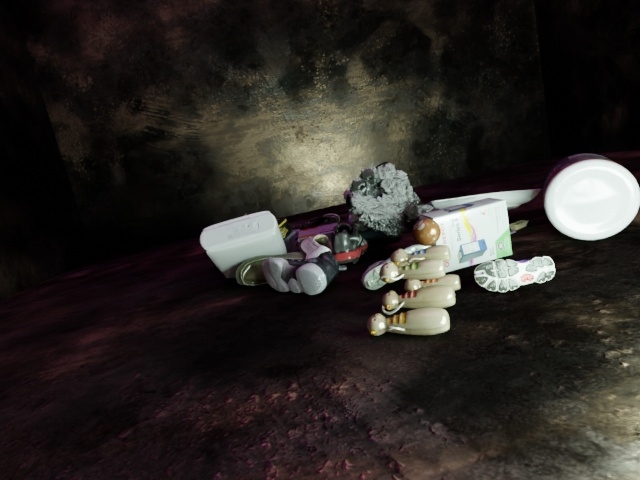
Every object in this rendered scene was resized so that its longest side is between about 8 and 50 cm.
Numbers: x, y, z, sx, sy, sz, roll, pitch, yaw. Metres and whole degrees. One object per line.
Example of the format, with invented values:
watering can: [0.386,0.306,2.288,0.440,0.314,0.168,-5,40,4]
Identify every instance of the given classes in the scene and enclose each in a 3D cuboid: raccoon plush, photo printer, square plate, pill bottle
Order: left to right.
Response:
photo printer: [-0.254,0.032,1.442,0.255,0.107,0.308,-16,-25,-4]
raccoon plush: [0.244,-0.052,1.392,0.216,0.447,0.299,-36,-21,-5]
square plate: [0.524,-0.115,1.431,0.346,0.050,0.344,-6,-3,2]
pill bottle: [0.761,-0.141,1.181,0.210,0.211,0.363,-7,11,29]

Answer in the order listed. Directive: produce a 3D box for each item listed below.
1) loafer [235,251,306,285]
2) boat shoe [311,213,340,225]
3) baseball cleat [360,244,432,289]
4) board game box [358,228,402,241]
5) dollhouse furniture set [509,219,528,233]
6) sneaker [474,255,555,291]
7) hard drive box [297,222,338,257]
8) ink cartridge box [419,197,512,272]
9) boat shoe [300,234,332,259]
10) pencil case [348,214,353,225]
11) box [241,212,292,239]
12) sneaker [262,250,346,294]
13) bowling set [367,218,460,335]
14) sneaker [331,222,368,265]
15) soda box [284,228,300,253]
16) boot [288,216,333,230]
loafer: [-0.157,0.090,1.360,0.250,0.095,0.087,-16,6,-19]
boat shoe: [-0.004,-0.085,2.220,0.227,0.081,0.068,-16,10,26]
baseball cleat: [0.198,0.060,1.078,0.205,0.072,0.109,-23,9,0]
board game box: [0.220,-0.033,1.609,0.186,0.026,0.126,-10,-22,16]
dollhouse furniture set: [0.617,-0.074,1.352,0.114,0.081,0.091,-17,11,-25]
sneaker: [0.414,0.074,0.886,0.169,0.069,0.071,-4,-6,-2]
hard drive box: [0.000,0.000,1.690,0.180,0.089,0.232,-12,9,-2]
ink cartridge box: [0.387,-0.016,1.096,0.212,0.155,0.093,-13,12,-6]
boat shoe: [-0.001,0.026,1.434,0.098,0.096,0.277,31,8,-16]
pencil case: [0.207,-0.100,1.999,0.086,0.088,0.206,-13,9,-19]
box: [-0.311,-0.006,1.778,0.257,0.079,0.321,-42,32,-27]
sneaker: [-0.048,0.090,1.226,0.268,0.102,0.153,6,19,44]
bowling set: [0.186,0.058,0.843,0.154,0.200,0.287,-9,6,25]
sneaker: [0.104,-0.005,1.455,0.097,0.135,0.276,-11,8,18]
soda box: [-0.220,0.016,1.867,0.286,0.091,0.098,-6,13,33]
boot: [-0.089,-0.068,2.052,0.262,0.091,0.229,-21,3,-23]
